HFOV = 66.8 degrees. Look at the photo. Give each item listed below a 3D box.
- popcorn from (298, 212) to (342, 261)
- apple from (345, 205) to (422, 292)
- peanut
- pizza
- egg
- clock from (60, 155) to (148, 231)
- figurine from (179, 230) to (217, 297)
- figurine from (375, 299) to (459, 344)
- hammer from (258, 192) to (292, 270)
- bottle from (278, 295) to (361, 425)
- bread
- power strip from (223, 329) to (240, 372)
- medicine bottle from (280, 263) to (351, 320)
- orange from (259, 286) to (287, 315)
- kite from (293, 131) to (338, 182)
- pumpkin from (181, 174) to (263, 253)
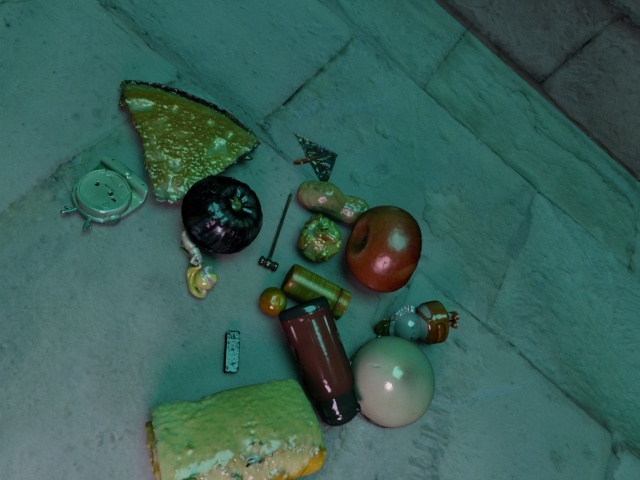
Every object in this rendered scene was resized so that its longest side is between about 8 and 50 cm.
[{"bbox_3d":[0.000,0.000,1.513,0.141,0.162,0.135,-57,134,-13],"label":"popcorn"},{"bbox_3d":[0.197,0.022,1.516,0.206,0.251,0.272,21,88,-16],"label":"apple"},{"bbox_3d":[0.048,-0.123,1.601,0.263,0.117,0.101,24,77,-18],"label":"peanut"},{"bbox_3d":[-0.380,-0.319,1.501,0.392,0.080,0.435,-13,73,-31],"label":"pizza"},{"bbox_3d":[0.233,0.403,1.383,0.286,0.174,0.264,26,66,-19],"label":"egg"},{"bbox_3d":[-0.582,-0.116,1.301,0.159,0.066,0.211,38,55,-4],"label":"clock"},{"bbox_3d":[-0.344,0.065,1.331,0.083,0.083,0.187,-23,84,-34],"label":"figurine"},{"bbox_3d":[0.307,0.262,1.538,0.271,0.143,0.143,1,63,0],"label":"figurine"},{"bbox_3d":[-0.126,-0.036,1.521,0.058,0.029,0.292,26,55,-15],"label":"hammer"},{"bbox_3d":[0.008,0.329,1.316,0.144,0.144,0.336,-18,84,-33],"label":"bottle"},{"bbox_3d":[-0.194,0.467,1.113,0.375,0.165,0.236,-3,38,-27],"label":"bread"},{"bbox_3d":[-0.236,0.295,1.290,0.038,0.029,0.111,10,64,-23],"label":"power strip"},{"bbox_3d":[-0.014,0.152,1.437,0.192,0.096,0.096,29,56,-12],"label":"medicine bottle"},{"bbox_3d":[-0.135,0.173,1.379,0.083,0.070,0.083,10,72,-35],"label":"orange"},{"bbox_3d":[-0.018,-0.294,1.714,0.189,0.009,0.232,-18,74,-32],"label":"kite"},{"bbox_3d":[-0.274,-0.074,1.361,0.233,0.163,0.233,26,48,-34],"label":"pumpkin"}]
